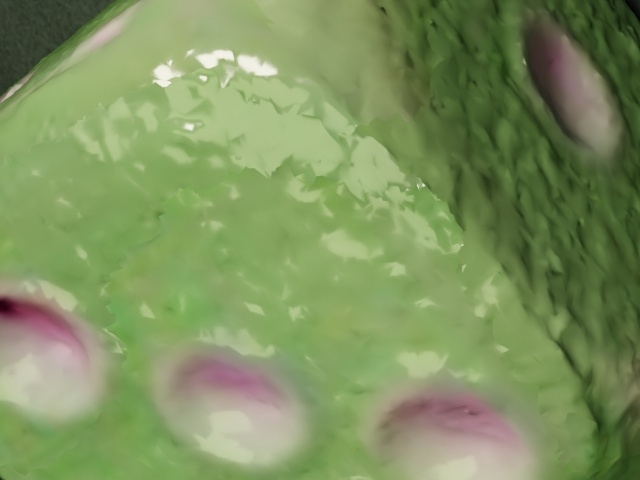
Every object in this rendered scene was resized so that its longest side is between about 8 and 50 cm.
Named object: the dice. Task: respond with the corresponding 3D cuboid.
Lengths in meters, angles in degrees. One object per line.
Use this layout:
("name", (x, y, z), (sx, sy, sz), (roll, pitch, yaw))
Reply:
("dice", (0.000, 0.000, 0.823), (0.330, 0.318, 0.322), (-29, 106, 32))
